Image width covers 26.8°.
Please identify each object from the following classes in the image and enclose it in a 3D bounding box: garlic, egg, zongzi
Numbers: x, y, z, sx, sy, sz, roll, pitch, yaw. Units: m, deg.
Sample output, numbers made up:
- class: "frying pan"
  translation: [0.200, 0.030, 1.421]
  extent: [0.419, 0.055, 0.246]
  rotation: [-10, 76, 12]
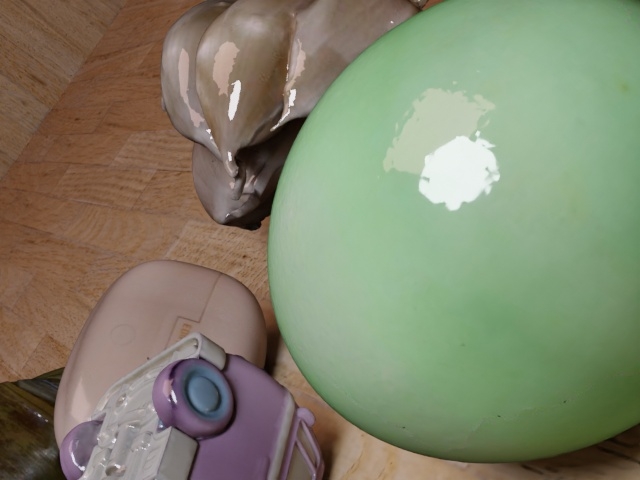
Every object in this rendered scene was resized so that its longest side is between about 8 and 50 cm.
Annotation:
- class: "garlic"
  translation: [-0.024, -0.120, 1.130]
  extent: [0.292, 0.210, 0.237]
  rotation: [-44, 31, -27]
- class: "egg"
  translation: [0.088, -0.004, 0.651]
  extent: [0.270, 0.220, 0.220]
  rotation: [-36, 26, 53]
- class: "zongzi"
  translation: [-0.216, 0.197, 1.166]
  extent: [0.300, 0.138, 0.286]
  rotation: [-26, -22, -31]

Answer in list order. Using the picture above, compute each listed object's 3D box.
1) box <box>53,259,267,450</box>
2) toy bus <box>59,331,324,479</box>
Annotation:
- class: "box"
  translation: [-0.120, 0.104, 1.031]
  extent: [0.088, 0.146, 0.200]
  rotation: [101, -175, -53]
- class: "toy bus"
  translation: [-0.089, 0.176, 0.849]
  extent: [0.142, 0.142, 0.202]
  rotation: [-35, 28, 39]
